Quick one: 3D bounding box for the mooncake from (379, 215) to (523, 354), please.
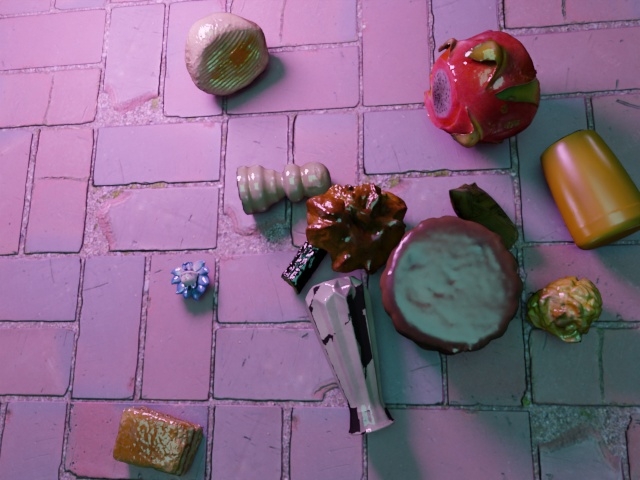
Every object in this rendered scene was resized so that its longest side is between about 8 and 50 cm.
[{"bbox_3d":[0.304,0.115,1.281,0.323,0.187,0.324,-2,76,8],"label":"mooncake"}]

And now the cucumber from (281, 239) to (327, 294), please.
[{"bbox_3d":[0.001,0.001,1.408,0.072,0.072,0.300,32,81,14],"label":"cucumber"}]

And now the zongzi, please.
[{"bbox_3d":[0.397,-0.052,1.295,0.094,0.204,0.205,-44,76,16],"label":"zongzi"}]

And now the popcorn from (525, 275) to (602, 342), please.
[{"bbox_3d":[0.563,0.153,1.253,0.173,0.173,0.142,-42,92,-2],"label":"popcorn"}]

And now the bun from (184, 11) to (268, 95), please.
[{"bbox_3d":[-0.272,-0.525,1.504,0.243,0.244,0.153,-33,52,0],"label":"bun"}]

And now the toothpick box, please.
[{"bbox_3d":[0.646,-0.129,1.289,0.174,0.175,0.272,-21,72,3],"label":"toothpick box"}]

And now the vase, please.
[{"bbox_3d":[0.076,0.274,1.302,0.164,0.165,0.361,-16,80,5],"label":"vase"}]

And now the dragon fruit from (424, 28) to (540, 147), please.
[{"bbox_3d":[0.374,-0.367,1.319,0.189,0.291,0.291,-16,75,-17],"label":"dragon fruit"}]

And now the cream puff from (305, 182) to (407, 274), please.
[{"bbox_3d":[0.097,-0.039,1.333,0.268,0.155,0.241,-31,100,-11],"label":"cream puff"}]

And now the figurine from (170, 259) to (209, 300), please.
[{"bbox_3d":[-0.343,0.111,1.431,0.114,0.079,0.114,-1,75,2],"label":"figurine"}]

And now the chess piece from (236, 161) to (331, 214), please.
[{"bbox_3d":[-0.092,-0.150,1.432,0.243,0.133,0.133,-9,77,2],"label":"chess piece"}]

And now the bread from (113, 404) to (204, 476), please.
[{"bbox_3d":[-0.410,0.503,1.348,0.196,0.102,0.138,15,83,10],"label":"bread"}]
